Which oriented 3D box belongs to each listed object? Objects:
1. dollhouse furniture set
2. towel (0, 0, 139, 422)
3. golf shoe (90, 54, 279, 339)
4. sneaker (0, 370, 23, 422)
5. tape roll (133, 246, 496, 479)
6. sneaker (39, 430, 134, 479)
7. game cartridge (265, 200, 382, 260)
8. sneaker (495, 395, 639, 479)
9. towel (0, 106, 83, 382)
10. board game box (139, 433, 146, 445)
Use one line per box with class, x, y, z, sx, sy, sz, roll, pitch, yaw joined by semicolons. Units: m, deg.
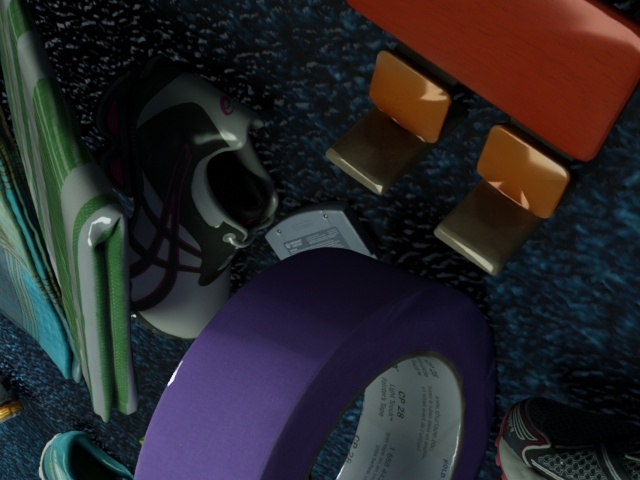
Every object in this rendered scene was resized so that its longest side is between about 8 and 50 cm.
dollhouse furniture set;0.117;-0.072;0.480;0.259;0.135;0.262;36;146;16
towel;-0.196;-0.058;0.814;0.248;0.038;0.325;98;153;-50
golf shoe;-0.095;-0.008;0.830;0.120;0.105;0.273;20;141;23
sneaker;-0.499;0.212;1.561;0.215;0.084;0.083;-4;109;47
tape roll;0.006;0.147;0.714;0.090;0.275;0.275;21;139;34
sneaker;-0.267;0.365;1.434;0.275;0.107;0.110;45;138;3
game cartridge;0.000;0.000;0.792;0.083;0.017;0.056;-16;118;42
sneaker;0.232;0.127;0.607;0.299;0.121;0.112;7;101;47
towel;-0.359;-0.039;1.125;0.271;0.040;0.370;32;146;35
board game box;-0.137;0.295;1.255;0.092;0.043;0.181;18;137;38
